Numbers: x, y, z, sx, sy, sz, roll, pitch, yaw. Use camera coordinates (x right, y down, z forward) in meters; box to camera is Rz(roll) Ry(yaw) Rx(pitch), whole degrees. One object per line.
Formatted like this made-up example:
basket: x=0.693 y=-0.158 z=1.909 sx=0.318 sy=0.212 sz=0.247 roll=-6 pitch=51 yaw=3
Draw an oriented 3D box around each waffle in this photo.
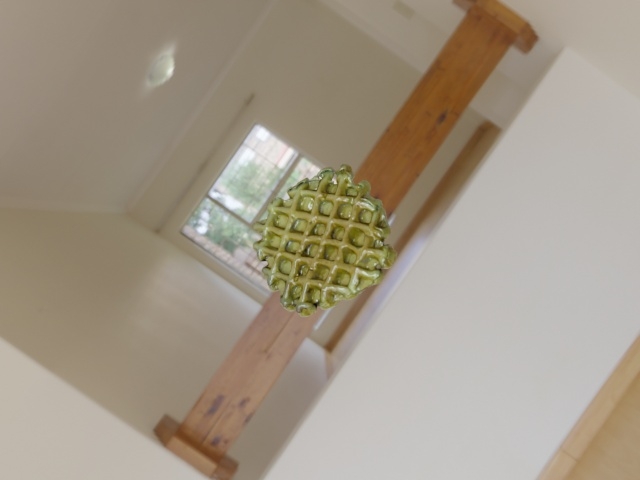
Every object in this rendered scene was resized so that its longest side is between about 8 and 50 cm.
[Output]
waffle: x=0.000 y=0.000 z=0.852 sx=0.183 sy=0.169 sz=0.036 roll=-29 pitch=-19 yaw=16
